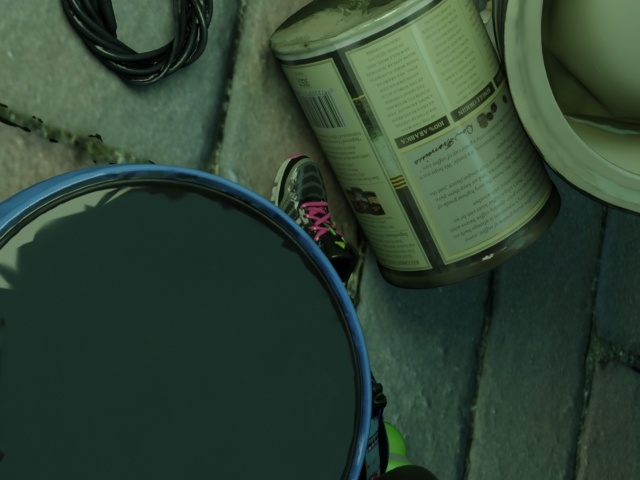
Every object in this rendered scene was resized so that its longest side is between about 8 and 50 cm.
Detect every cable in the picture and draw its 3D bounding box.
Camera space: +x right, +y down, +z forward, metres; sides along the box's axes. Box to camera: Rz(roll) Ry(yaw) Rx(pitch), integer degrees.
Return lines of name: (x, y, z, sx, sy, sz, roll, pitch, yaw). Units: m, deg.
cable: (-0.163, -0.230, 1.170, 0.151, 0.047, 0.184, 5, 85, -45)

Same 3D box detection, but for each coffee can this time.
coffee can: (0.097, -0.119, 1.314, 0.201, 0.202, 0.275, -44, 117, -37)

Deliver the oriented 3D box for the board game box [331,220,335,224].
board game box: (-0.082, 0.040, 1.242, 0.259, 0.039, 0.124, 2, 85, -48)

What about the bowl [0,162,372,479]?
bowl: (-0.136, 0.124, 1.055, 0.391, 0.077, 0.391, 5, 78, -23)

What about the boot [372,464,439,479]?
boot: (0.036, 0.337, 1.219, 0.263, 0.091, 0.229, -28, 138, -10)

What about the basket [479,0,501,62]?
basket: (0.313, -0.366, 1.469, 0.328, 0.331, 0.266, 55, 47, -28)

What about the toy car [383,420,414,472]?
toy car: (0.058, 0.297, 1.351, 0.239, 0.053, 0.224, 21, 73, -43)

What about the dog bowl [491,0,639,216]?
dog bowl: (0.340, -0.232, 1.225, 0.408, 0.150, 0.407, -5, 116, -10)

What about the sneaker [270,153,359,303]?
sneaker: (0.000, 0.000, 1.252, 0.063, 0.075, 0.170, -1, 86, -46)

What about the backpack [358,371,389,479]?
backpack: (-0.011, 0.203, 1.241, 0.158, 0.117, 0.173, -43, 144, -24)
